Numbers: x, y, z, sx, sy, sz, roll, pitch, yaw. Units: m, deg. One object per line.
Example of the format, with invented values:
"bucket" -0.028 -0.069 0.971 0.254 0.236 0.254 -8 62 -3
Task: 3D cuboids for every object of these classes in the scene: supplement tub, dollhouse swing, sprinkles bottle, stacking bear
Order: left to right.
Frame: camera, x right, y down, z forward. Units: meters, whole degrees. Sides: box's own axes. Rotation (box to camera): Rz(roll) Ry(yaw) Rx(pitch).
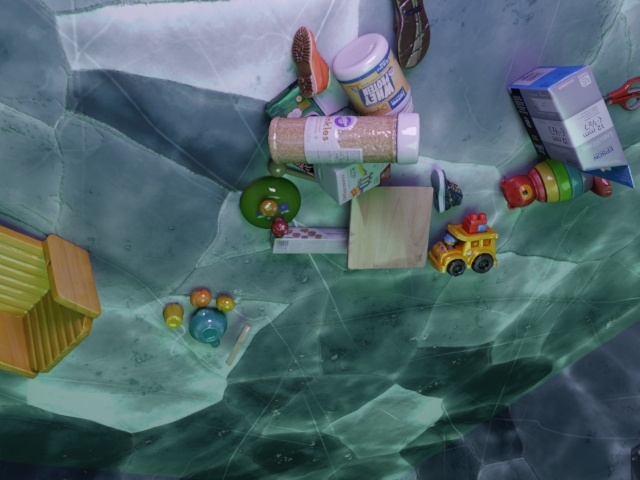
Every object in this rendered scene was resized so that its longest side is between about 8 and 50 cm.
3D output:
"dollhouse swing" -0.849 0.165 1.219 0.347 0.315 0.305 -39 150 18
"sprinkles bottle" 0.058 -0.243 1.102 0.356 0.121 0.121 1 133 10
"supplement tub" 0.135 -0.384 1.119 0.144 0.144 0.199 -33 131 12
"stacking bear" 0.743 -0.189 1.472 0.289 0.164 0.175 -18 102 14

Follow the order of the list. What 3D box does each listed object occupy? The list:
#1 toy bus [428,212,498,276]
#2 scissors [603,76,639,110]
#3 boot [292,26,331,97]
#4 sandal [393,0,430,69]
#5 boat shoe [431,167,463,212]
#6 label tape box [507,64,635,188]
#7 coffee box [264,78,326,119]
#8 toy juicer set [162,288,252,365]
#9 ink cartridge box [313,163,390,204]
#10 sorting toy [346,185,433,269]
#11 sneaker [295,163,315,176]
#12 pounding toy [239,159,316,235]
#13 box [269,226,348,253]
"toy bus" 0.501 0.001 1.582 0.221 0.149 0.211 -8 119 -7
"scissors" 0.876 -0.438 1.387 0.298 0.021 0.108 -8 134 -9
"boot" -0.017 -0.433 1.096 0.085 0.059 0.157 -31 125 -37
"sandal" 0.204 -0.526 1.082 0.090 0.060 0.219 -22 119 -6
"boat shoe" 0.406 -0.170 1.450 0.083 0.065 0.183 -21 140 0
"label tape box" 0.664 -0.286 1.218 0.115 0.249 0.347 -29 108 9
"coffee box" -0.047 -0.316 1.194 0.113 0.040 0.184 -35 130 15
"toy juicer set" -0.367 0.283 1.599 0.209 0.089 0.329 -43 121 4
"ink cartridge box" 0.083 -0.208 1.229 0.176 0.127 0.128 -30 145 -14
"sorting toy" 0.204 -0.048 1.422 0.256 0.089 0.256 -1 106 -12
"sneaker" -0.048 -0.215 1.272 0.120 0.057 0.047 23 123 -31
"pounding toy" -0.123 -0.102 1.312 0.183 0.110 0.236 23 121 -32
"box" 0.000 0.000 1.470 0.325 0.063 0.067 0 131 -17
